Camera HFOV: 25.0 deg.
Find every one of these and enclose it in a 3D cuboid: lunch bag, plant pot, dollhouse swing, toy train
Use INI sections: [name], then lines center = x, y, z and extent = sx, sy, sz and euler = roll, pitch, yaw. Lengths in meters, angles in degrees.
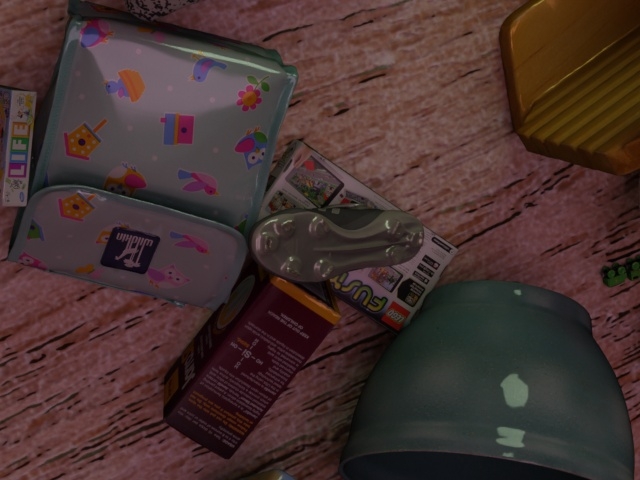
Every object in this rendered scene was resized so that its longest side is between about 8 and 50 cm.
[lunch bag]
center = -0.164, -0.071, 1.361
extent = 0.223, 0.160, 0.262
euler = 13, 103, -16
[plant pot]
center = 0.177, 0.158, 1.446
extent = 0.293, 0.293, 0.196
euler = 17, 68, -17
[dollhouse swing]
center = 0.283, -0.283, 1.339
extent = 0.315, 0.347, 0.305
euler = -35, 107, -6
[toy train]
center = 0.347, 0.031, 1.585
extent = 0.083, 0.017, 0.023
euler = -17, 113, -11

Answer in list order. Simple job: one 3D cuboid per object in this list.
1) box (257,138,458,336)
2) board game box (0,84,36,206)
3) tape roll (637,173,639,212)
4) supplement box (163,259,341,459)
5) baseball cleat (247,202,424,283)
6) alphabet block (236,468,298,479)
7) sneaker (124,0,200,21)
[box]
center = 0.028, -0.001, 1.484
extent = 0.207, 0.036, 0.114
euler = 34, 90, -18
[board game box]
center = -0.316, -0.094, 1.320
extent = 0.026, 0.154, 0.103
euler = -2, 101, -44
[tape roll]
center = 0.470, -0.133, 1.398
extent = 0.072, 0.392, 0.392
euler = 35, 89, -17
[supplement box]
center = -0.071, 0.107, 1.423
extent = 0.081, 0.104, 0.188
euler = 34, 102, -16
[baseball cleat]
center = 0.000, 0.000, 1.391
extent = 0.206, 0.109, 0.072
euler = 2, 98, -37
[alphabet block]
center = -0.060, 0.365, 1.406
extent = 0.192, 0.193, 0.197
euler = 38, 55, -16
[sneaker]
center = -0.037, -0.317, 1.360
extent = 0.410, 0.182, 0.158
euler = -26, 74, -33
